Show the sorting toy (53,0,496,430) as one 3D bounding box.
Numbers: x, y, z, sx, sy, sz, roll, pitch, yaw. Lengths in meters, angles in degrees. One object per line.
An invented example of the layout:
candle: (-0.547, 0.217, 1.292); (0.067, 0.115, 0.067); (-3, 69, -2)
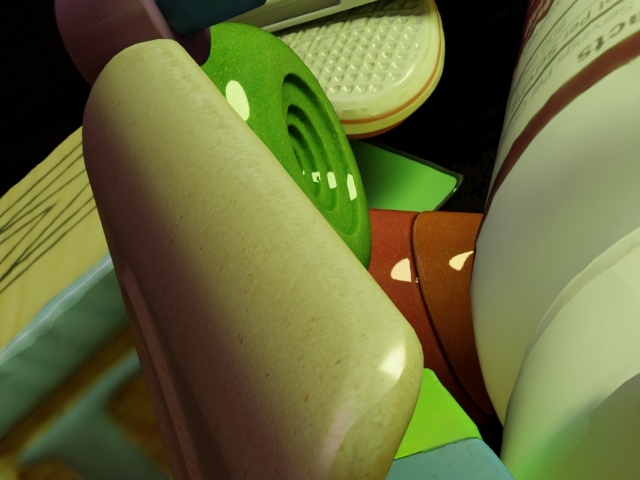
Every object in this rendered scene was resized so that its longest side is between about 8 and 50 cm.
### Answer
sorting toy: (0.038, -0.033, 0.762); (0.126, 0.365, 0.127); (-20, 56, 17)

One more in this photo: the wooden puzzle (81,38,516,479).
wooden puzzle: (0.015, 0.135, 0.547); (0.080, 0.348, 0.322); (-13, 20, -10)

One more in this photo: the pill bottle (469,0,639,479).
pill bottle: (0.171, -0.023, 0.635); (0.224, 0.224, 0.392); (-29, 26, 30)

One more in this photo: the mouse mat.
mouse mat: (0.000, 0.000, 1.165); (0.152, 0.007, 0.189); (-45, 23, -7)

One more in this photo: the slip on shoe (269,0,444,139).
slip on shoe: (0.011, -0.114, 1.230); (0.123, 0.101, 0.331); (-29, 19, -6)

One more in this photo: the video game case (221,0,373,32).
video game case: (0.001, -0.187, 1.235); (0.285, 0.025, 0.204); (-12, 26, 36)

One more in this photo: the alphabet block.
alphabet block: (-0.082, 0.064, 0.948); (0.193, 0.192, 0.197); (-40, 24, 3)
